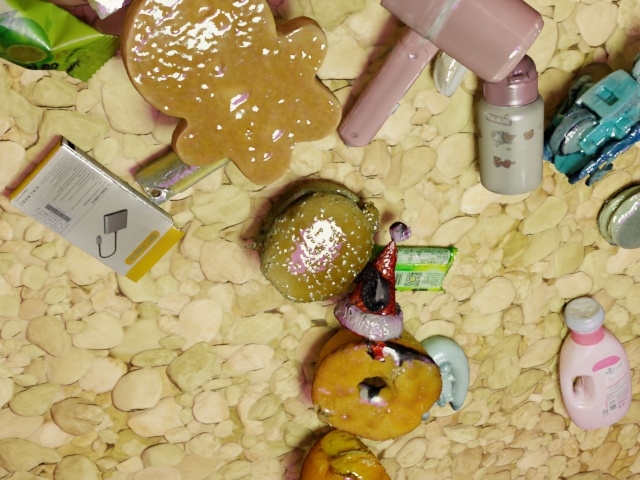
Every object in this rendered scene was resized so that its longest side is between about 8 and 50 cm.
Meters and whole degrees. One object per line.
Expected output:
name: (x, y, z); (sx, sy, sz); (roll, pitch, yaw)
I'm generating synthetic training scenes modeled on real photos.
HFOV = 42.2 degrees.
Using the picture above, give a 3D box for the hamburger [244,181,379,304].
hamburger: (0.000, 0.000, 1.386); (0.215, 0.122, 0.189); (-43, 123, 6)

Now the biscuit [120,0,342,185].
biscuit: (-0.123, -0.226, 1.156); (0.275, 0.052, 0.355); (-44, 131, 10)

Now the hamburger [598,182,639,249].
hamburger: (0.609, -0.048, 1.612); (0.133, 0.062, 0.140); (33, 103, -37)

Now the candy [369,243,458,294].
candy: (0.161, 0.051, 1.530); (0.178, 0.032, 0.102); (2, 117, -19)

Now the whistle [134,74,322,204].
whistle: (-0.134, -0.158, 1.278); (0.326, 0.057, 0.068); (-32, 126, 2)

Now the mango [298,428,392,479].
mango: (0.060, 0.530, 1.714); (0.199, 0.201, 0.350); (9, 134, 17)

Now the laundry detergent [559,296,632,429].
laundry detergent: (0.584, 0.265, 1.782); (0.159, 0.088, 0.335); (-25, 124, -3)

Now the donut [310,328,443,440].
donut: (0.103, 0.268, 1.570); (0.253, 0.118, 0.254); (0, 117, -1)

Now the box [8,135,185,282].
box: (-0.343, -0.041, 1.290); (0.129, 0.033, 0.247); (-44, 125, 9)

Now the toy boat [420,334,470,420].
toy boat: (0.244, 0.287, 1.680); (0.134, 0.079, 0.208); (-11, 125, -10)

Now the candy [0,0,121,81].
candy: (-0.395, -0.277, 1.085); (0.246, 0.149, 0.069); (18, 71, -30)

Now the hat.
hat: (0.107, 0.076, 1.444); (0.128, 0.140, 0.228); (15, 109, -7)

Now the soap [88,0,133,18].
soap: (-0.217, -0.444, 1.027); (0.281, 0.143, 0.259); (-30, 130, -6)

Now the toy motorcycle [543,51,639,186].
toy motorcycle: (0.502, -0.212, 1.432); (0.260, 0.154, 0.206); (-40, 148, 2)

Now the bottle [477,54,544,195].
bottle: (0.317, -0.198, 1.385); (0.109, 0.110, 0.233); (-16, 124, -10)

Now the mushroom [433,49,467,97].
mushroom: (0.238, -0.327, 1.304); (0.084, 0.071, 0.209); (-8, 134, -55)

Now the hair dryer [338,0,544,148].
hair dryer: (0.149, -0.258, 1.264); (0.210, 0.125, 0.352); (36, 125, -3)
